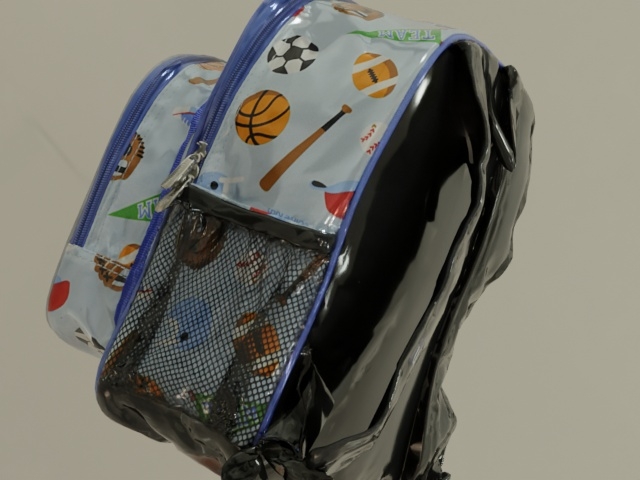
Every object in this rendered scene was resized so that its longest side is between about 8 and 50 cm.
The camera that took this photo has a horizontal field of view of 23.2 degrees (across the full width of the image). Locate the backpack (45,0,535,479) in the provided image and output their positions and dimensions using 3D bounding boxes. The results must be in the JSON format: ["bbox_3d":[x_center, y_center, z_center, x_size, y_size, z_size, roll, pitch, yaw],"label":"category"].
[{"bbox_3d":[0.000,0.000,0.845,0.213,0.263,0.276,28,-2,18],"label":"backpack"}]
